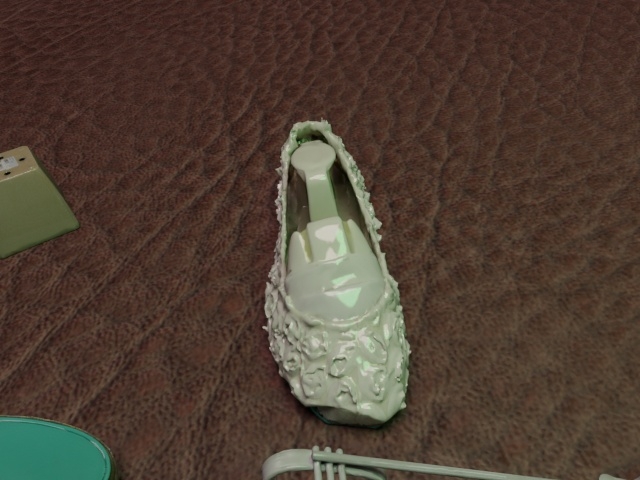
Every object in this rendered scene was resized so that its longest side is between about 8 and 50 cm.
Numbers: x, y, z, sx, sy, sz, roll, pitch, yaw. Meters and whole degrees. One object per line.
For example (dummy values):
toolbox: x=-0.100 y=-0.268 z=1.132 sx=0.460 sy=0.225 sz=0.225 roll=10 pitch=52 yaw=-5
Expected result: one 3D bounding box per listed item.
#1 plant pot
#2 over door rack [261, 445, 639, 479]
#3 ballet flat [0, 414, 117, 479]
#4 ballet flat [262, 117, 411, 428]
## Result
plant pot: x=-0.401 y=-0.060 z=0.817 sx=0.109 sy=0.096 sz=0.109 roll=-26 pitch=44 yaw=-21
over door rack: x=0.125 y=0.257 z=0.382 sx=0.323 sy=0.108 sz=0.240 roll=4 pitch=39 yaw=-10
ballet flat: x=-0.324 y=0.201 z=0.470 sx=0.315 sy=0.106 sz=0.108 roll=6 pitch=45 yaw=-27
ballet flat: x=0.000 y=0.000 z=0.669 sx=0.146 sy=0.147 sz=0.409 roll=-8 pitch=41 yaw=-2
